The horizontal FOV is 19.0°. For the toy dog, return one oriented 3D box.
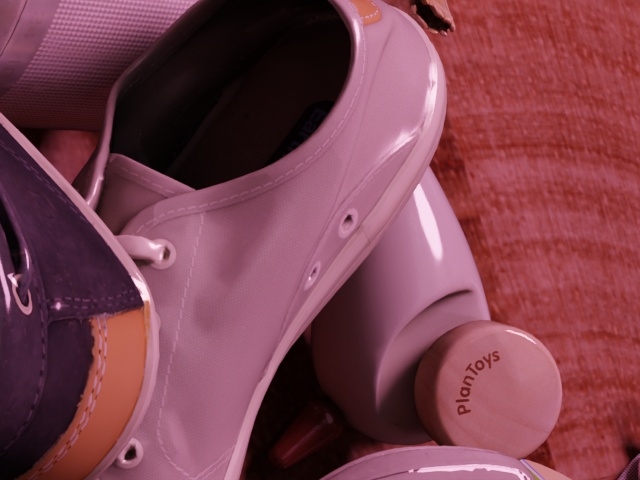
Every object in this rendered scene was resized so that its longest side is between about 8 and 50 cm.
[{"bbox_3d":[0.000,0.000,1.121,0.161,0.220,0.333,-26,81,-17],"label":"toy dog"}]

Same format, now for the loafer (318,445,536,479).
[{"bbox_3d":[-0.004,0.192,0.985,0.319,0.111,0.112,-18,119,-29],"label":"loafer"}]

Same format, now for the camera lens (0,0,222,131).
[{"bbox_3d":[-0.167,-0.167,0.981,0.274,0.219,0.219,0,71,-46],"label":"camera lens"}]

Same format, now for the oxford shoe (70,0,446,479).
[{"bbox_3d":[-0.096,0.050,0.899,0.449,0.169,0.130,-58,146,-13],"label":"oxford shoe"}]

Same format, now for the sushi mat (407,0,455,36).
[{"bbox_3d":[0.026,-0.226,1.248,0.151,0.019,0.316,48,14,-15],"label":"sushi mat"}]

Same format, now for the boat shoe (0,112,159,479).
[{"bbox_3d":[-0.273,-0.080,0.757,0.500,0.187,0.156,42,5,9],"label":"boat shoe"}]

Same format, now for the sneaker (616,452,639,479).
[{"bbox_3d":[0.301,0.257,1.319,0.210,0.137,0.366,34,44,-29],"label":"sneaker"}]

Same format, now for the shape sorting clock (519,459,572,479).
[{"bbox_3d":[0.138,0.227,1.207,0.206,0.040,0.206,16,49,-19],"label":"shape sorting clock"}]
